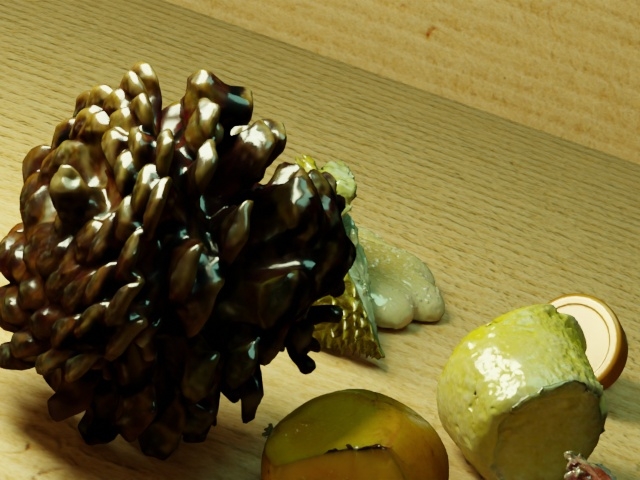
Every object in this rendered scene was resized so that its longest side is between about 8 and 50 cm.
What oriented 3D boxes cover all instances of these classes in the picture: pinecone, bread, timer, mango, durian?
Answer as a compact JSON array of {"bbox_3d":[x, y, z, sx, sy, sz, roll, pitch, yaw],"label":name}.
[{"bbox_3d":[-0.148,0.034,1.966,0.397,0.398,0.398,16,20,-6],"label":"pinecone"},{"bbox_3d":[0.233,0.178,2.154,0.197,0.197,0.170,8,26,-25],"label":"bread"},{"bbox_3d":[0.024,0.033,2.570,0.316,0.054,0.316,16,18,-5],"label":"bread"},{"bbox_3d":[0.350,0.150,2.476,0.132,0.132,0.152,30,-1,31],"label":"timer"},{"bbox_3d":[0.045,0.226,1.949,0.187,0.138,0.257,3,12,14],"label":"mango"},{"bbox_3d":[0.000,0.000,2.386,0.166,0.172,0.306,11,37,-24],"label":"durian"}]

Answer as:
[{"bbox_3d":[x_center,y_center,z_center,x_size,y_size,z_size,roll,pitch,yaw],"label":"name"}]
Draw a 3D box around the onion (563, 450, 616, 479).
[{"bbox_3d":[0.317,0.358,1.755,0.348,0.159,0.267,40,7,39],"label":"onion"}]
